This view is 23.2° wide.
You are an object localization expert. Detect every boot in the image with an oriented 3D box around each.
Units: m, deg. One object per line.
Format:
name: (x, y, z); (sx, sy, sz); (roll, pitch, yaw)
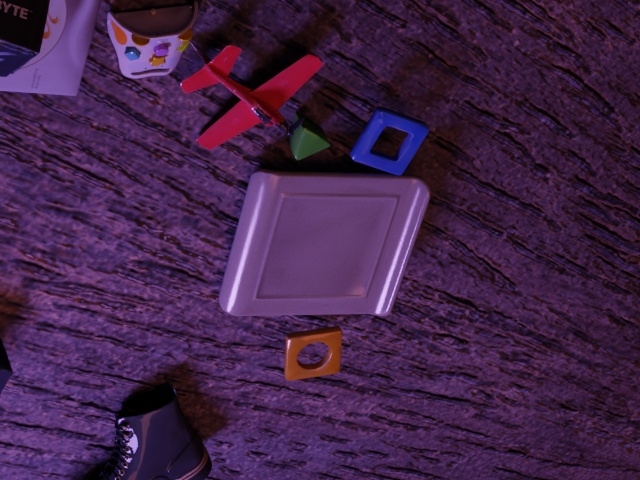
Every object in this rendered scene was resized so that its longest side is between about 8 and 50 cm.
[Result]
boot: (-0.228, 0.245, 1.725); (0.198, 0.077, 0.137); (-32, 132, -18)

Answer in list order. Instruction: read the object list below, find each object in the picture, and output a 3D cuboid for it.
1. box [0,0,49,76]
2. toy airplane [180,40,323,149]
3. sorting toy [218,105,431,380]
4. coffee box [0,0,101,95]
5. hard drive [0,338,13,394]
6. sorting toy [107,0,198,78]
box: (-0.308, -0.293, 1.050); (0.295, 0.293, 0.073); (15, 162, -28)
toy airplane: (-0.071, -0.141, 1.482); (0.151, 0.028, 0.151); (-7, 133, -7)
sorting toy: (0.000, 0.000, 1.643); (0.196, 0.047, 0.348); (3, 124, -22)
coffee box: (-0.247, -0.248, 1.257); (0.141, 0.098, 0.246); (2, 127, -29)
hard drive: (-0.490, 0.212, 1.555); (0.237, 0.064, 0.339); (17, 118, -37)
sorting toy: (-0.152, -0.176, 1.420); (0.083, 0.045, 0.075); (-10, 151, -20)
